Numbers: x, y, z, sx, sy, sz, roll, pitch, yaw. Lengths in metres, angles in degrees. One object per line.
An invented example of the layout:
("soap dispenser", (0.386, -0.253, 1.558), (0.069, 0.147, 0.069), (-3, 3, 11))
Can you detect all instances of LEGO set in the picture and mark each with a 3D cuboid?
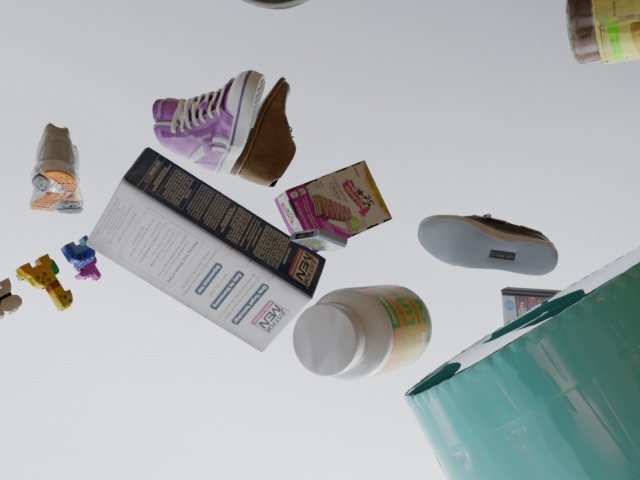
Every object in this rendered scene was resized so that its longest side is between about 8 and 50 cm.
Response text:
("LEGO set", (-0.432, 0.070, 1.443), (0.227, 0.087, 0.093), (-32, -89, -45))

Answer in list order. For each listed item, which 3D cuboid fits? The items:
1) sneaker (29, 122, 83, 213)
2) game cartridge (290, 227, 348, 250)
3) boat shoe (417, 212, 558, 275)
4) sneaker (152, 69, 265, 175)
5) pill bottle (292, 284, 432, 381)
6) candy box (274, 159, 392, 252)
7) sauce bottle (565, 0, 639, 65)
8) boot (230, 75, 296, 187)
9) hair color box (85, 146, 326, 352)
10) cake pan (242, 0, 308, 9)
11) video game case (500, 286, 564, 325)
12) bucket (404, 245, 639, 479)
("sneaker", (-0.477, -0.128, 1.609), (0.099, 0.262, 0.121), (5, -107, -18))
("game cartridge", (0.000, 0.000, 1.232), (0.056, 0.083, 0.017), (16, -102, -28))
("boat shoe", (0.357, -0.007, 1.893), (0.306, 0.113, 0.105), (7, -152, -2))
("sneaker", (-0.191, -0.199, 1.412), (0.161, 0.282, 0.102), (22, -119, -11))
("pill bottle", (0.062, 0.137, 1.306), (0.136, 0.136, 0.246), (47, -160, 20))
("candy box", (0.032, -0.072, 2.026), (0.233, 0.071, 0.159), (-24, -93, -30))
("sauce bottle", (0.464, -0.279, 1.016), (0.344, 0.111, 0.111), (-5, -155, 28))
("boot", (-0.102, -0.228, 1.876), (0.115, 0.112, 0.305), (26, -131, -9))
("hair color box", (-0.185, 0.019, 1.434), (0.347, 0.174, 0.105), (33, -140, -9))
("cake pan", (-0.087, -0.459, 1.191), (0.293, 0.293, 0.054), (36, -125, 7))
("video game case", (0.539, 0.234, 1.967), (0.275, 0.248, 0.035), (2, -168, 42))
("bucket", (0.209, 0.126, 0.628), (0.281, 0.281, 0.183), (-23, -101, -47))
